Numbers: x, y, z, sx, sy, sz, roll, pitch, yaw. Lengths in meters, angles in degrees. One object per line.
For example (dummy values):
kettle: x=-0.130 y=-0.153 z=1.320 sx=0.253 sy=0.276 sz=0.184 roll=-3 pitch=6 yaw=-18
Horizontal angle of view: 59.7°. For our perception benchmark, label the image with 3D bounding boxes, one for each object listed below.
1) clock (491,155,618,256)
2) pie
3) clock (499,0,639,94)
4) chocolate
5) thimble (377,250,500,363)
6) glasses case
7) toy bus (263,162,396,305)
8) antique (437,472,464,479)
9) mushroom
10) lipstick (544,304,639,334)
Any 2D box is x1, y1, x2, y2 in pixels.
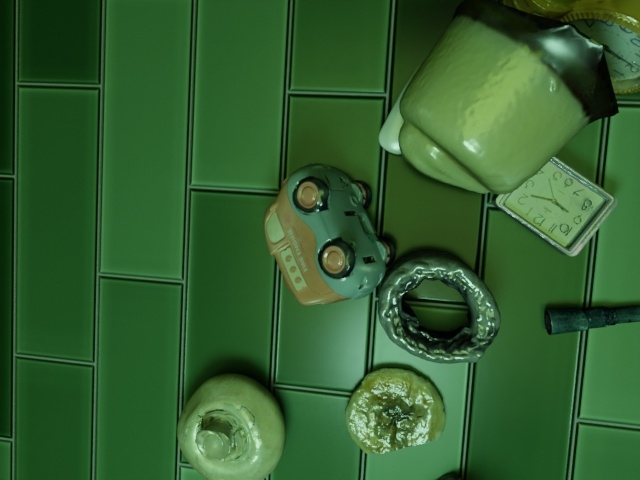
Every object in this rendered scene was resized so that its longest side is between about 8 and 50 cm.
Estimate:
clock: x=0.472 y=-0.081 z=1.132 sx=0.197 sy=0.063 sz=0.150 roll=37 pitch=100 yaw=5
pie: x=0.159 y=0.370 z=1.227 sx=0.218 sy=0.052 sz=0.185 roll=-20 pitch=86 yaw=8
clock: x=0.501 y=-0.412 z=1.016 sx=0.317 sy=0.244 sz=0.200 roll=34 pitch=84 yaw=2
chocolate: x=0.312 y=-0.224 z=1.018 sx=0.326 sy=0.314 sz=0.297 roll=34 pitch=98 yaw=34
thimble: x=0.237 y=0.137 z=1.141 sx=0.245 sy=0.157 sz=0.217 roll=31 pitch=99 yaw=5
glasses case: x=0.189 y=-0.273 z=1.169 sx=0.074 sy=0.049 sz=0.193 roll=28 pitch=97 yaw=2
toy bus: x=0.000 y=0.000 z=1.149 sx=0.232 sy=0.194 sz=0.288 roll=-32 pitch=76 yaw=34
antique: x=0.278 y=0.602 z=1.108 sx=0.125 sy=0.284 sz=0.150 roll=-39 pitch=86 yaw=10
mushroom: x=-0.200 y=0.416 z=1.217 sx=0.246 sy=0.202 sz=0.246 roll=-1 pitch=84 yaw=13
lipstick: x=0.585 y=0.159 z=1.140 sx=0.234 sy=0.053 sz=0.053 roll=-5 pitch=94 yaw=8
